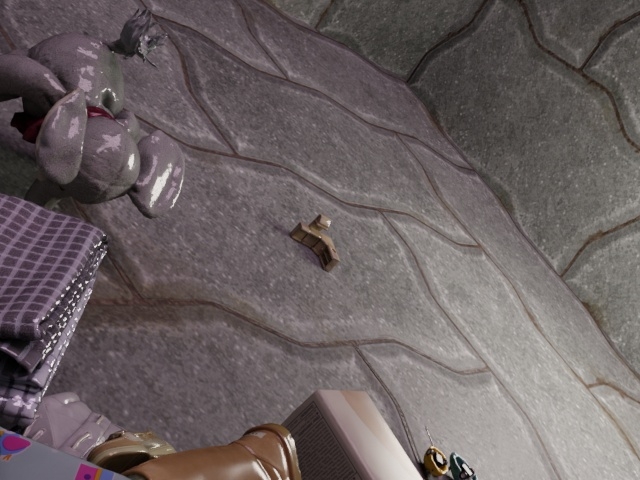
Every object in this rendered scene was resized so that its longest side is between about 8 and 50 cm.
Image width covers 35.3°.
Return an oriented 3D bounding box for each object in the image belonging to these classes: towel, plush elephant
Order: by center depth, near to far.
[{"bbox_3d":[-0.365,0.041,1.053,0.235,0.121,0.284,20,26,-7],"label":"towel"},{"bbox_3d":[-0.332,-0.135,1.364,0.272,0.330,0.255,32,41,-45],"label":"plush elephant"}]

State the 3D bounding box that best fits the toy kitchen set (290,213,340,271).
[{"bbox_3d":[0.000,0.000,1.946,0.083,0.068,0.075,28,26,-34],"label":"toy kitchen set"}]

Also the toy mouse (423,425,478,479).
[{"bbox_3d":[0.224,0.397,1.643,0.143,0.031,0.161,35,22,-20],"label":"toy mouse"}]

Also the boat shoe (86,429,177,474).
[{"bbox_3d":[-0.191,0.208,0.986,0.048,0.056,0.153,44,7,19],"label":"boat shoe"}]

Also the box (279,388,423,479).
[{"bbox_3d":[0.060,0.353,1.273,0.121,0.148,0.311,13,37,-54],"label":"box"}]

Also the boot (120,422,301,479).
[{"bbox_3d":[-0.098,0.319,1.036,0.269,0.089,0.236,-6,78,-66],"label":"boot"}]

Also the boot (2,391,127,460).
[{"bbox_3d":[-0.275,0.231,0.995,0.123,0.095,0.258,38,12,3],"label":"boot"}]

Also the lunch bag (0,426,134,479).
[{"bbox_3d":[-0.197,0.304,0.738,0.223,0.160,0.262,19,61,4],"label":"lunch bag"}]
